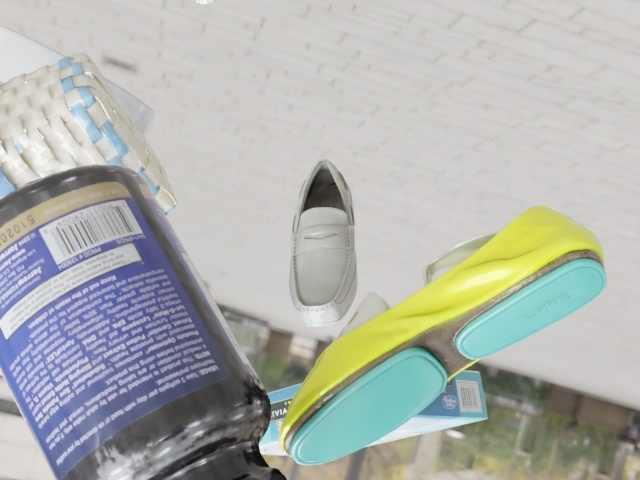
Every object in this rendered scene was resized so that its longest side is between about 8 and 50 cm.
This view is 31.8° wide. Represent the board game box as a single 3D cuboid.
[{"bbox_3d":[0.045,0.266,1.736,0.336,0.079,0.253,-21,158,38],"label":"board game box"}]

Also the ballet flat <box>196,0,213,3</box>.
[{"bbox_3d":[-0.120,-0.256,1.110,0.041,0.041,0.114,13,178,25],"label":"ballet flat"}]

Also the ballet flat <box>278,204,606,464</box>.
[{"bbox_3d":[0.067,0.053,0.700,0.077,0.231,0.077,53,-174,-49],"label":"ballet flat"}]

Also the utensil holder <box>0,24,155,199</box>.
[{"bbox_3d":[-0.454,-0.081,1.619,0.327,0.385,0.327,27,177,2],"label":"utensil holder"}]

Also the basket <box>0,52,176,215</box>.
[{"bbox_3d":[-0.327,-0.050,1.261,0.255,0.289,0.201,60,176,-36],"label":"basket"}]

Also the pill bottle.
[{"bbox_3d":[-0.103,0.076,0.618,0.219,0.122,0.123,59,-174,17],"label":"pill bottle"}]

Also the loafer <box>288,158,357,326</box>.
[{"bbox_3d":[0.000,0.000,1.727,0.112,0.319,0.111,-9,130,7],"label":"loafer"}]
